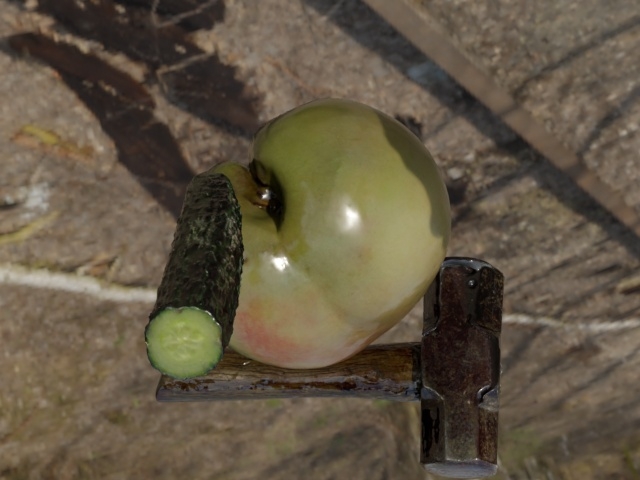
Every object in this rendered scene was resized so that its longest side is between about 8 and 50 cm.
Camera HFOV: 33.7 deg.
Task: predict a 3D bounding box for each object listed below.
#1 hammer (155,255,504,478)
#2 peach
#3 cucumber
[{"bbox_3d":[0.010,0.150,1.227,0.409,0.242,0.095,-3,159,12],"label":"hammer"},{"bbox_3d":[-0.001,0.000,1.090,0.292,0.247,0.292,-23,131,-29],"label":"peach"},{"bbox_3d":[-0.092,0.009,0.860,0.067,0.293,0.067,0,116,0],"label":"cucumber"}]
